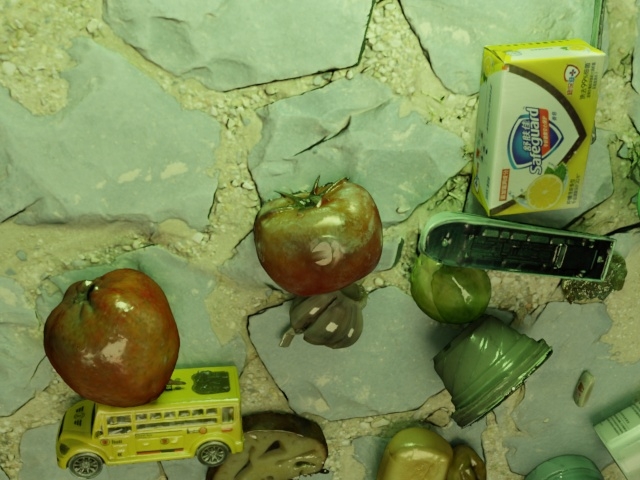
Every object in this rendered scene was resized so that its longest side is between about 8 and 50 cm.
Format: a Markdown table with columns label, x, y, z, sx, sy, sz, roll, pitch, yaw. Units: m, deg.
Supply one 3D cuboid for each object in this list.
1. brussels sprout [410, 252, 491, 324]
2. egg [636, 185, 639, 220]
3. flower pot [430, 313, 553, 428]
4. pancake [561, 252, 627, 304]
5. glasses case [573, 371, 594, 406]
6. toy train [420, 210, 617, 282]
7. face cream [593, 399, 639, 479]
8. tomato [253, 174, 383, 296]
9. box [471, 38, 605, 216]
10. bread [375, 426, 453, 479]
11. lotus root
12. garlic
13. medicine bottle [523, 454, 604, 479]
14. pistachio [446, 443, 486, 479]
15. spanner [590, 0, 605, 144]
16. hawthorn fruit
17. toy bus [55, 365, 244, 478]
| label | x | y | z | sx | sy | sz | roll | pitch | yaw |
| --- | --- | --- | --- | --- | --- | --- | --- | --- | --- |
| brussels sprout | 0.229 | 0.078 | 1.230 | 0.118 | 0.155 | 0.155 | -22 | 129 | -40 |
| egg | 0.673 | -0.069 | 1.167 | 0.270 | 0.220 | 0.220 | -12 | 121 | -11 |
| flower pot | 0.302 | 0.228 | 1.292 | 0.140 | 0.235 | 0.235 | 47 | 107 | 15 |
| pancake | 0.529 | 0.069 | 1.334 | 0.130 | 0.022 | 0.116 | -6 | 117 | -6 |
| glasses case | 0.559 | 0.317 | 1.474 | 0.021 | 0.032 | 0.083 | 1 | 119 | -15 |
| toy train | 0.321 | 0.005 | 1.179 | 0.407 | 0.088 | 0.086 | 7 | 104 | -27 |
| face cream | 0.785 | 0.371 | 1.478 | 0.370 | 0.145 | 0.145 | -33 | 119 | 11 |
| tomato | 0.000 | 0.000 | 1.105 | 0.214 | 0.155 | 0.180 | -20 | 104 | 0 |
| box | 0.342 | -0.179 | 1.118 | 0.169 | 0.097 | 0.265 | -5 | 120 | -8 |
| bread | 0.193 | 0.487 | 1.465 | 0.147 | 0.098 | 0.217 | 13 | 118 | -3 |
| lotus root | -0.116 | 0.425 | 1.394 | 0.261 | 0.074 | 0.170 | -9 | 120 | -3 |
| garlic | -0.013 | 0.143 | 1.233 | 0.194 | 0.127 | 0.131 | -33 | 125 | 27 |
| medicine bottle | 0.582 | 0.644 | 1.516 | 0.245 | 0.290 | 0.244 | -5 | 120 | -9 |
| pistachio | 0.306 | 0.532 | 1.512 | 0.110 | 0.100 | 0.189 | 6 | 117 | -17 |
| spanner | 0.429 | -0.294 | 1.089 | 0.018 | 0.071 | 0.301 | -4 | 122 | 6 |
| hawthorn fruit | -0.320 | 0.180 | 1.146 | 0.211 | 0.210 | 0.262 | -29 | 120 | 7 |
| toy bus | -0.308 | 0.319 | 1.260 | 0.330 | 0.144 | 0.152 | -2 | 117 | -11 |
